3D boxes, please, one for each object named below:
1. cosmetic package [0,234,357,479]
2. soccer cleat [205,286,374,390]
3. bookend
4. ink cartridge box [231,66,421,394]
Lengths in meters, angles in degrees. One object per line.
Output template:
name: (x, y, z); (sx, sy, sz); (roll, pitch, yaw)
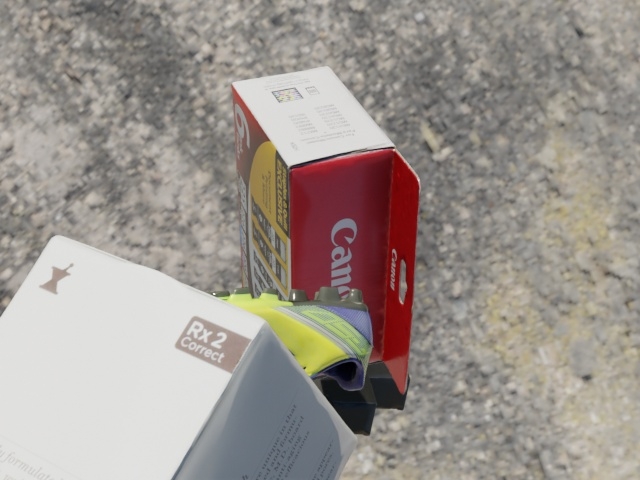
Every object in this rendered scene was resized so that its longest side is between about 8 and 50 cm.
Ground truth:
cosmetic package: (-0.095, 0.120, 0.633); (0.151, 0.151, 0.184); (-61, 150, -19)
soccer cleat: (-0.060, 0.106, 1.057); (0.289, 0.093, 0.121); (1, 84, -41)
bookend: (0.067, 0.232, 1.666); (0.157, 0.072, 0.156); (4, 28, -12)
ink cartridge box: (0.000, 0.000, 1.295); (0.130, 0.310, 0.272); (-12, 37, -17)
